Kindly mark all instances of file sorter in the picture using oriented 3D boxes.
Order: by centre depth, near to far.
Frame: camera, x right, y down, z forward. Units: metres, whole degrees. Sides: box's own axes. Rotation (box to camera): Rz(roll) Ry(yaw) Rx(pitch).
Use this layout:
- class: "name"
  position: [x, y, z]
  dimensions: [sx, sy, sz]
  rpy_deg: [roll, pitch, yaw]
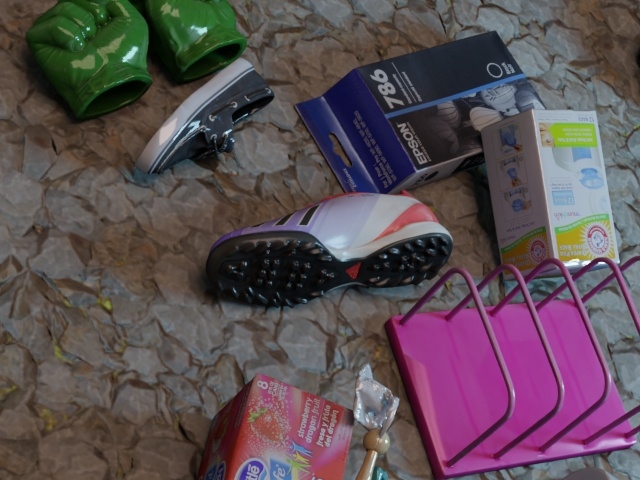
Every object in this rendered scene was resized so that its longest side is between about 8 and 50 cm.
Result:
- class: "file sorter"
  position: [0.266, 0.136, 1.737]
  dimensions: [0.291, 0.182, 0.202]
  rpy_deg: [-4, 63, -30]

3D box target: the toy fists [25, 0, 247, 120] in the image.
- class: "toy fists"
  position: [-0.219, -0.253, 1.773]
  dimensions: [0.279, 0.096, 0.142]
  rpy_deg: [-27, 76, -36]

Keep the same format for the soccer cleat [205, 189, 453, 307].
- class: "soccer cleat"
  position: [0.000, 0.000, 1.744]
  dimensions: [0.318, 0.108, 0.116]
  rpy_deg: [-6, 44, -29]

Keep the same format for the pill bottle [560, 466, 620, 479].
- class: "pill bottle"
  position: [0.390, 0.412, 1.599]
  dimensions: [0.361, 0.204, 0.204]
  rpy_deg: [36, 51, -13]

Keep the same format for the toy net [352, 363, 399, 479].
- class: "toy net"
  position: [0.073, 0.244, 1.568]
  dimensions: [0.122, 0.045, 0.232]
  rpy_deg: [-7, 95, -68]

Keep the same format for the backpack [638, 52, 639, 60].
- class: "backpack"
  position: [0.584, -0.259, 2.167]
  dimensions: [0.188, 0.144, 0.165]
  rpy_deg: [6, 58, -21]

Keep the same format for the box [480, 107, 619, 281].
- class: "box"
  position: [0.290, -0.056, 1.879]
  dimensions: [0.114, 0.103, 0.203]
  rpy_deg: [-2, 80, -34]

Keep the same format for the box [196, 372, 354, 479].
- class: "box"
  position: [-0.063, 0.283, 1.508]
  dimensions: [0.123, 0.128, 0.256]
  rpy_deg: [24, 54, -14]

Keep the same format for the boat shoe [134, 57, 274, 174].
- class: "boat shoe"
  position: [-0.130, -0.135, 1.765]
  dimensions: [0.076, 0.080, 0.228]
  rpy_deg: [41, 44, 2]

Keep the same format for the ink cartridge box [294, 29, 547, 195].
- class: "ink cartridge box"
  position: [0.142, -0.164, 1.932]
  dimensions: [0.333, 0.065, 0.165]
  rpy_deg: [-21, 74, -35]
